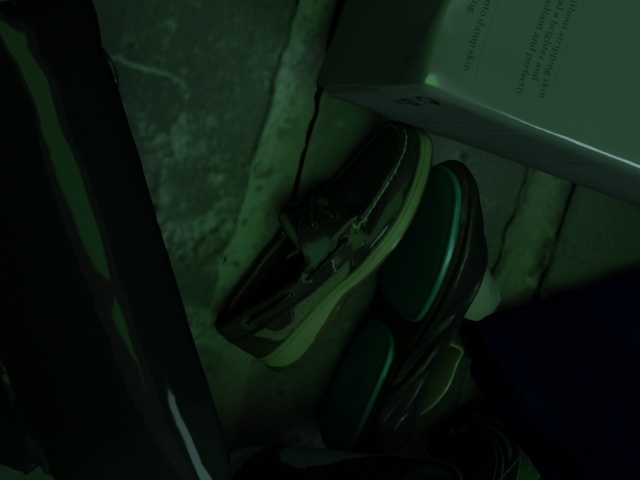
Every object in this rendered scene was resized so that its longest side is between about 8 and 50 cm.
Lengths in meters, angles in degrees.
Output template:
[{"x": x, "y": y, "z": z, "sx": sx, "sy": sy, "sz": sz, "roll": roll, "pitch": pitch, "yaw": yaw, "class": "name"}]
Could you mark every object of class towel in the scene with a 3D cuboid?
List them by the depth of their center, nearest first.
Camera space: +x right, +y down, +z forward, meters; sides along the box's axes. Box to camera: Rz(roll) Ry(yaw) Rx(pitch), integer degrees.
[{"x": 0.300, "y": 0.116, "z": 0.716, "sx": 0.308, "sy": 0.228, "sz": 0.076, "roll": -14, "pitch": 128, "yaw": -13, "class": "towel"}]

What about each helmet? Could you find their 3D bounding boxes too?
[{"x": 0.178, "y": 0.230, "z": 0.753, "sx": 0.169, "sy": 0.161, "sz": 0.169, "roll": -6, "pitch": 113, "yaw": -16, "class": "helmet"}]

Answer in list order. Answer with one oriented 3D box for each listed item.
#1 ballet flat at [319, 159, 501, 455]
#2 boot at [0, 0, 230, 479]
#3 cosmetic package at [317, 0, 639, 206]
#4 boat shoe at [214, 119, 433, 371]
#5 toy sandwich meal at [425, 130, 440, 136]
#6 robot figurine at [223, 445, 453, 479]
[{"x": 0.083, "y": 0.063, "z": 0.702, "sx": 0.096, "sy": 0.095, "sz": 0.280, "roll": 6, "pitch": 120, "yaw": -30, "class": "ballet flat"}, {"x": -0.124, "y": -0.041, "z": 0.446, "sx": 0.146, "sy": 0.367, "sz": 0.445, "roll": -22, "pitch": 116, "yaw": -38, "class": "boot"}, {"x": 0.222, "y": -0.144, "z": 0.601, "sx": 0.385, "sy": 0.156, "sz": 0.217, "roll": 18, "pitch": 91, "yaw": -25, "class": "cosmetic package"}, {"x": -0.001, "y": 0.000, "z": 0.648, "sx": 0.073, "sy": 0.080, "sz": 0.223, "roll": 27, "pitch": 105, "yaw": -30, "class": "boat shoe"}, {"x": 0.101, "y": -0.123, "z": 0.662, "sx": 0.085, "sy": 0.029, "sz": 0.086, "roll": -6, "pitch": 115, "yaw": -13, "class": "toy sandwich meal"}, {"x": 0.009, "y": 0.245, "z": 0.652, "sx": 0.173, "sy": 0.278, "sz": 0.209, "roll": -34, "pitch": 114, "yaw": -54, "class": "robot figurine"}]
